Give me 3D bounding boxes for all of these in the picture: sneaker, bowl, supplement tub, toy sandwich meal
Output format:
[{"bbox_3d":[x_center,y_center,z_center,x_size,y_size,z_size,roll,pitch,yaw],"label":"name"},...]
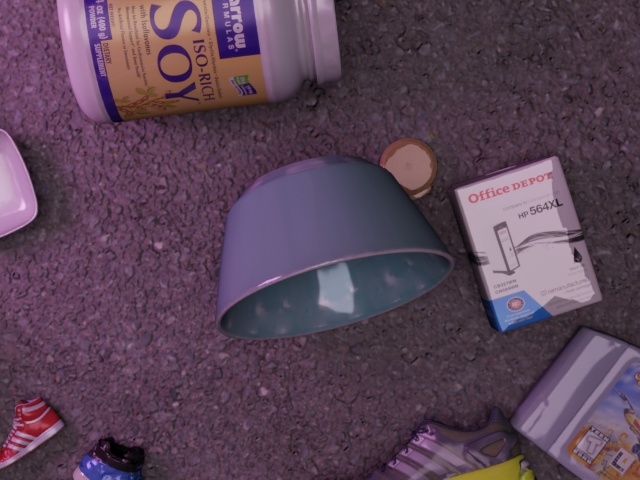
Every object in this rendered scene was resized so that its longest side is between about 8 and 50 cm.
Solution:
[{"bbox_3d":[-0.253,0.328,1.801,0.152,0.058,0.084,36,100,5],"label":"sneaker"},{"bbox_3d":[0.132,0.307,1.789,0.300,0.111,0.121,-13,75,-1],"label":"sneaker"},{"bbox_3d":[0.000,0.000,1.692,0.311,0.311,0.163,-16,73,1],"label":"bowl"},{"bbox_3d":[-0.149,-0.283,1.686,0.331,0.241,0.241,-7,92,1],"label":"supplement tub"},{"bbox_3d":[-0.455,-0.069,1.789,0.142,0.053,0.142,-20,91,1],"label":"bowl"},{"bbox_3d":[-0.413,0.260,1.806,0.118,0.042,0.067,-35,96,-6],"label":"sneaker"},{"bbox_3d":[0.121,-0.097,1.800,0.086,0.029,0.085,0,88,3],"label":"toy sandwich meal"}]

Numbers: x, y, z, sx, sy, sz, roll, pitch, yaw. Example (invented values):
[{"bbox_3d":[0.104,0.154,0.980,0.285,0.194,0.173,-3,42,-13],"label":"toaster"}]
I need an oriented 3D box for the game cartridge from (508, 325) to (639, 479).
[{"bbox_3d":[0.429,0.259,1.801,0.297,0.062,0.198,37,96,-1],"label":"game cartridge"}]

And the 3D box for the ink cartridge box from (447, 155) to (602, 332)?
[{"bbox_3d":[0.271,0.003,1.773,0.148,0.086,0.203,-18,93,1],"label":"ink cartridge box"}]
